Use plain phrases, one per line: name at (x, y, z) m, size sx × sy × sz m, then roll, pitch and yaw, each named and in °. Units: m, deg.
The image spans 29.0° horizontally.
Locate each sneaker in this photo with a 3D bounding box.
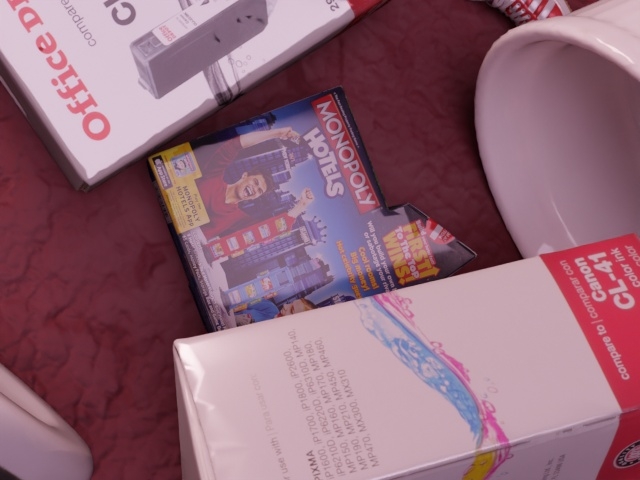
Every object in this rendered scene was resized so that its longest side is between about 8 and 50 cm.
sneaker at (0.146, -0.173, 0.917) m, size 0.067 × 0.042 × 0.118 m, roll -19°, pitch 85°, yaw -15°

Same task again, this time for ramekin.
ramekin at (0.240, -0.043, 0.824) m, size 0.135 × 0.277 × 0.277 m, roll -29°, pitch 95°, yaw -17°

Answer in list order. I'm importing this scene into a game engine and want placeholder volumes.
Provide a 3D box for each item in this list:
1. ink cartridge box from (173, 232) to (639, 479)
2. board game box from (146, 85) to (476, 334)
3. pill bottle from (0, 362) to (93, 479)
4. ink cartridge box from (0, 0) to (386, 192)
ink cartridge box at (0.068, 0.134, 0.794) m, size 0.306 × 0.226 × 0.131 m, roll -11°, pitch 55°, yaw -12°
board game box at (0.000, 0.000, 0.876) m, size 0.194 × 0.060 × 0.194 m, roll -21°, pitch 93°, yaw -12°
pill bottle at (-0.310, 0.206, 0.742) m, size 0.188 × 0.188 × 0.334 m, roll 41°, pitch 82°, yaw -8°
ink cartridge box at (-0.100, -0.184, 0.829) m, size 0.273 × 0.114 × 0.197 m, roll -34°, pitch 96°, yaw -9°
